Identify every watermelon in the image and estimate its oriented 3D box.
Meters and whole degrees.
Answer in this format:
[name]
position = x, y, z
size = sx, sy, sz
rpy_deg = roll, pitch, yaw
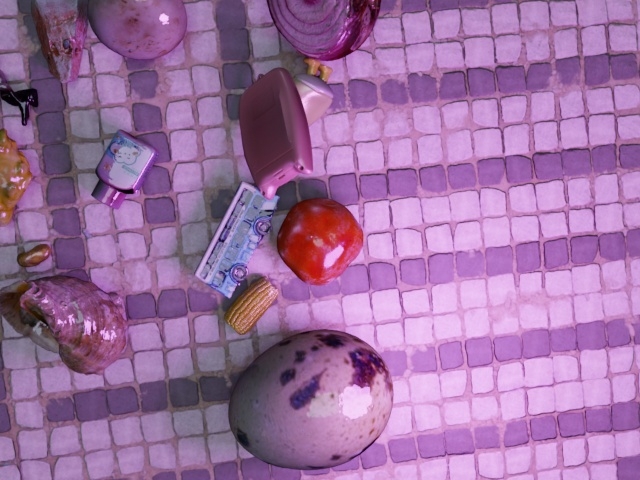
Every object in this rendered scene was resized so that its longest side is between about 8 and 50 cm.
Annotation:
[watermelon]
position = -0.667, -0.523, 1.830
size = 0.154, 0.094, 0.241
rpy_deg = -4, 97, 2

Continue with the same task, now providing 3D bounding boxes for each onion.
[onion]
position = 0.024, -0.629, 1.800
size = 0.281, 0.260, 0.337
rpy_deg = -6, 106, 32

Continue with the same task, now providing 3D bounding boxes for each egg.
[egg]
position = -0.024, 0.409, 1.817
size = 0.427, 0.345, 0.345
rpy_deg = -23, 96, 0

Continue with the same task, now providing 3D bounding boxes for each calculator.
[calculator]
position = -0.126, -0.284, 1.820
size = 0.048, 0.220, 0.330
rpy_deg = 7, 62, -46

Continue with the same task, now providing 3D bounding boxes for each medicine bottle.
[medicine bottle]
position = -0.513, -0.180, 1.853
size = 0.119, 0.094, 0.188
rpy_deg = 30, 90, -7

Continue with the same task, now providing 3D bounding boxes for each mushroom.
[mushroom]
position = -0.453, -0.587, 1.796
size = 0.243, 0.243, 0.244
rpy_deg = 0, 94, -5

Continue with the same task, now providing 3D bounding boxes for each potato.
[potato]
position = -0.749, 0.042, 1.871
size = 0.092, 0.046, 0.045
rpy_deg = -27, 53, -12

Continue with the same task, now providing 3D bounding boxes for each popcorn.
[popcorn]
position = -0.849, -0.160, 1.794
size = 0.233, 0.192, 0.266
rpy_deg = -12, 119, -20

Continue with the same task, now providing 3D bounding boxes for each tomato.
[tomato]
position = -0.003, -0.003, 1.868
size = 0.231, 0.188, 0.232
rpy_deg = 0, 91, -6

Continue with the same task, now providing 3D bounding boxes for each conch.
[conch]
position = -0.648, 0.181, 1.807
size = 0.297, 0.210, 0.352
rpy_deg = 2, 132, 21

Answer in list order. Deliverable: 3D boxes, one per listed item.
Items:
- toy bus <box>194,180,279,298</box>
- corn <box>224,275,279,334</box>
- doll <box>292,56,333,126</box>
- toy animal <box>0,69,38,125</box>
[toy bus]
position = -0.216, -0.004, 1.891
size = 0.131, 0.106, 0.297
rpy_deg = 28, 89, -4
[corn]
position = -0.183, 0.174, 1.924
size = 0.165, 0.063, 0.085
rpy_deg = -45, 73, -2
[doll]
position = -0.062, -0.333, 1.881
size = 0.117, 0.141, 0.296
rpy_deg = 41, 104, 34
[toy animal]
position = -0.890, -0.348, 1.809
size = 0.324, 0.090, 0.195
rpy_deg = -21, 100, -5
